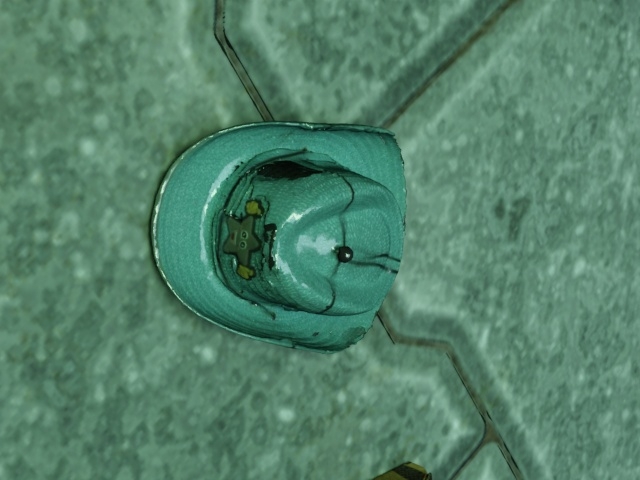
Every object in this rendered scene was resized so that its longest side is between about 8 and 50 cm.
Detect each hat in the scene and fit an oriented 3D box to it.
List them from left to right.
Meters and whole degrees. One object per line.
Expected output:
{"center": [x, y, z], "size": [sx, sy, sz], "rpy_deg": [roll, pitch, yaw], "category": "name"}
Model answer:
{"center": [0.000, 0.000, 0.800], "size": [0.191, 0.078, 0.138], "rpy_deg": [4, 100, -41], "category": "hat"}

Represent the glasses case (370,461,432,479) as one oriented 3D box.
{"center": [0.055, 0.240, 0.929], "size": [0.064, 0.041, 0.170], "rpy_deg": [-19, 112, -36], "category": "glasses case"}
